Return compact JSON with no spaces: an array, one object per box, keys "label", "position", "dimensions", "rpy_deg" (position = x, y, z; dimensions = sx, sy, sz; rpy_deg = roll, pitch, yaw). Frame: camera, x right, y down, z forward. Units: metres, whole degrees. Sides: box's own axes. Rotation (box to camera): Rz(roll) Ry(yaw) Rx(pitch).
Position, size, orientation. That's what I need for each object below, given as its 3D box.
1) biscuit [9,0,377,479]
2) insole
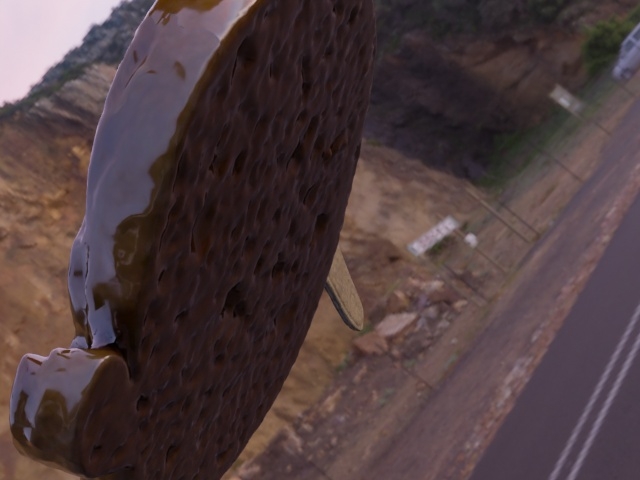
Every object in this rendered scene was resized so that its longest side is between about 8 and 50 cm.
[{"label":"biscuit","position":[-0.070,0.012,0.502],"dimensions":[0.350,0.070,0.395],"rpy_deg":[-43,-28,-57]},{"label":"insole","position":[0.000,0.000,0.807],"dimensions":[0.011,0.248,0.081],"rpy_deg":[-14,42,17]}]
